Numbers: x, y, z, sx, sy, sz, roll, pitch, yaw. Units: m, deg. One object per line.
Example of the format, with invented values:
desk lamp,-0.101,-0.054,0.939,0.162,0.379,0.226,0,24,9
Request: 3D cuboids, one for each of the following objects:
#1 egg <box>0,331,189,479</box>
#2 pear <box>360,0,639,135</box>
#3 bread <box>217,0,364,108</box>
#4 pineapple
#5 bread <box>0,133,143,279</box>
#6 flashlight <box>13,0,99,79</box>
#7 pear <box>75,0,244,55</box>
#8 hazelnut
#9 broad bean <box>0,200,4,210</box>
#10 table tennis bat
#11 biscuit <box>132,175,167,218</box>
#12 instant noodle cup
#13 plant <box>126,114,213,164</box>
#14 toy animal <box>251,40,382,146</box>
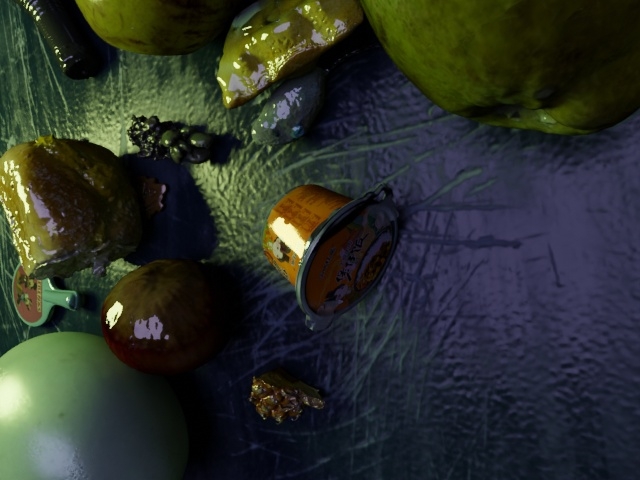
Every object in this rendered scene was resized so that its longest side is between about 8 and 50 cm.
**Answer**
egg,-0.392,0.306,0.777,0.389,0.276,0.276,29,105,21
pear,0.185,-0.302,0.427,0.352,0.352,0.412,0,89,27
bread,-0.049,-0.291,0.649,0.233,0.088,0.160,-19,52,23
pineapple,-0.044,0.239,0.728,0.114,0.077,0.114,4,129,16
bread,-0.418,-0.054,0.811,0.176,0.196,0.246,-23,86,39
flashlight,-0.510,-0.417,0.908,0.093,0.093,0.231,-36,83,24
pear,-0.230,-0.406,0.673,0.284,0.284,0.283,2,94,26
hazelnut,-0.240,0.136,0.755,0.208,0.208,0.208,2,94,26
broad bean,-0.549,-0.082,0.958,0.207,0.072,0.153,13,102,13
table tennis bat,-0.589,0.114,1.002,0.245,0.040,0.152,5,94,31
biscuit,-0.319,-0.088,0.864,0.092,0.016,0.082,46,112,15
instant noodle cup,0.000,0.000,0.635,0.126,0.178,0.208,33,88,35
plant,-0.257,-0.169,0.797,0.174,0.087,0.085,17,135,21
toy animal,0.003,-0.222,0.677,0.253,0.070,0.079,-33,113,12
